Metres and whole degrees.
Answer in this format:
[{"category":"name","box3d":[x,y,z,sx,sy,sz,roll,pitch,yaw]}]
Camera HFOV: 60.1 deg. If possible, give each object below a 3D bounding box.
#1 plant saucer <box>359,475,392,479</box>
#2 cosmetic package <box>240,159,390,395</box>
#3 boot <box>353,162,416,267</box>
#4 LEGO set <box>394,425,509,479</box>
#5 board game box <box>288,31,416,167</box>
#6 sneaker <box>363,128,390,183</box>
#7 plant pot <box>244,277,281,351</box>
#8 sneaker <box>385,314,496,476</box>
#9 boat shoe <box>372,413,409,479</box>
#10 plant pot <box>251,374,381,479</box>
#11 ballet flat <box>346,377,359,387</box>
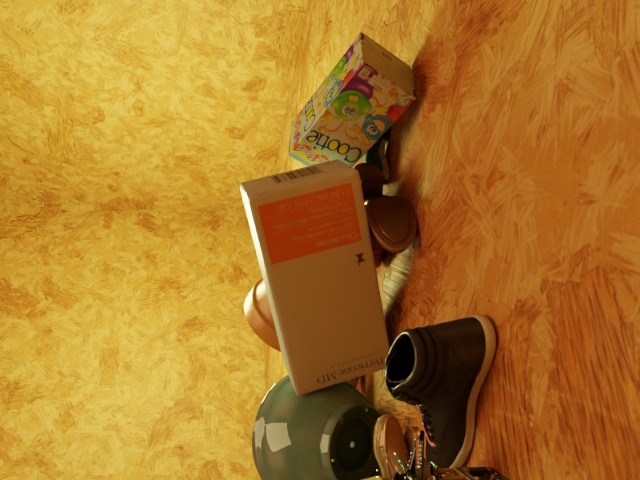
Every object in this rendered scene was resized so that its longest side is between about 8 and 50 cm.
[{"category":"plant saucer","box3d":[0.133,0.570,0.931,0.333,0.081,0.332,116,140,-61]},{"category":"cosmetic package","box3d":[-0.006,0.078,1.195,0.161,0.230,0.453,-129,25,-68]},{"category":"boot","box3d":[0.123,-0.013,1.244,0.283,0.109,0.220,-119,23,-44]},{"category":"LEGO set","box3d":[0.170,0.398,0.654,0.331,0.192,0.254,-159,73,-78]},{"category":"board game box","box3d":[0.064,-0.286,1.229,0.275,0.144,0.142,-45,29,37]},{"category":"sneaker","box3d":[0.129,-0.220,1.357,0.083,0.071,0.190,135,138,-81]},{"category":"plant pot","box3d":[-0.063,0.176,1.694,0.203,0.291,0.290,-59,25,31]},{"category":"sneaker","box3d":[0.162,0.247,0.858,0.104,0.147,0.295,-117,31,-64]},{"category":"boat shoe","box3d":[0.152,0.435,1.071,0.072,0.068,0.189,-23,75,63]},{"category":"plant pot","box3d":[0.023,0.442,1.228,0.196,0.293,0.293,-10,75,50]},{"category":"ballet flat","box3d":[0.076,0.274,1.441,0.086,0.086,0.248,113,158,-57]}]
